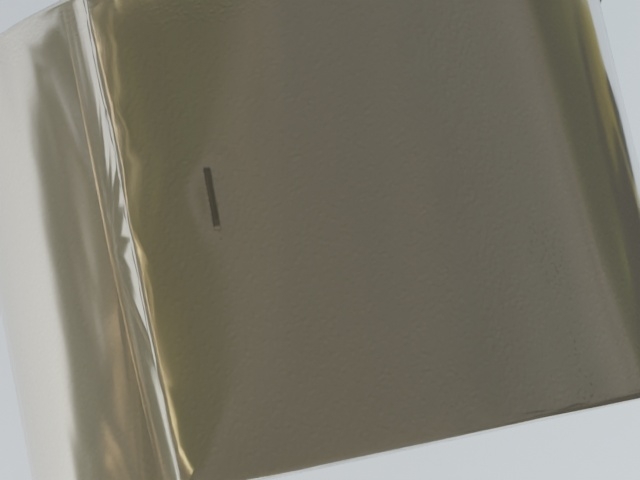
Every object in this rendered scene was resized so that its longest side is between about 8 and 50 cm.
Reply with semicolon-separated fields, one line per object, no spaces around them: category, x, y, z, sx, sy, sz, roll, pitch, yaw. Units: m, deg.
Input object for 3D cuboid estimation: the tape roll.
tape roll;0.000;0.000;0.625;0.246;0.246;0.169;-5;-101;-36
